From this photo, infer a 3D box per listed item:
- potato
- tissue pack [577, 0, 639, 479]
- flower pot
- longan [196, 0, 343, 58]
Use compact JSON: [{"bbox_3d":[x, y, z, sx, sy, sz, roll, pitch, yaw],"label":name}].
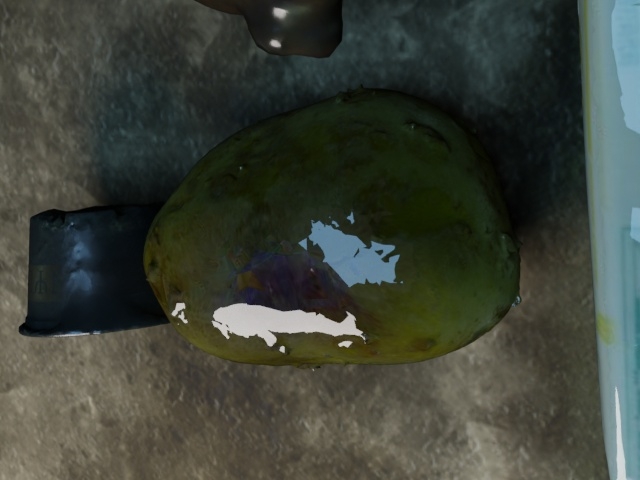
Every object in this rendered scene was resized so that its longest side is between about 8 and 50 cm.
[{"bbox_3d":[0.000,0.000,0.816,0.307,0.173,0.210,-11,105,26],"label":"potato"},{"bbox_3d":[0.237,-0.077,0.607,0.162,0.287,0.388,0,109,19],"label":"tissue pack"},{"bbox_3d":[-0.190,0.021,0.937,0.157,0.157,0.107,-6,93,27],"label":"flower pot"},{"bbox_3d":[-0.034,-0.265,0.679,0.243,0.300,0.300,-6,110,-12],"label":"longan"}]
